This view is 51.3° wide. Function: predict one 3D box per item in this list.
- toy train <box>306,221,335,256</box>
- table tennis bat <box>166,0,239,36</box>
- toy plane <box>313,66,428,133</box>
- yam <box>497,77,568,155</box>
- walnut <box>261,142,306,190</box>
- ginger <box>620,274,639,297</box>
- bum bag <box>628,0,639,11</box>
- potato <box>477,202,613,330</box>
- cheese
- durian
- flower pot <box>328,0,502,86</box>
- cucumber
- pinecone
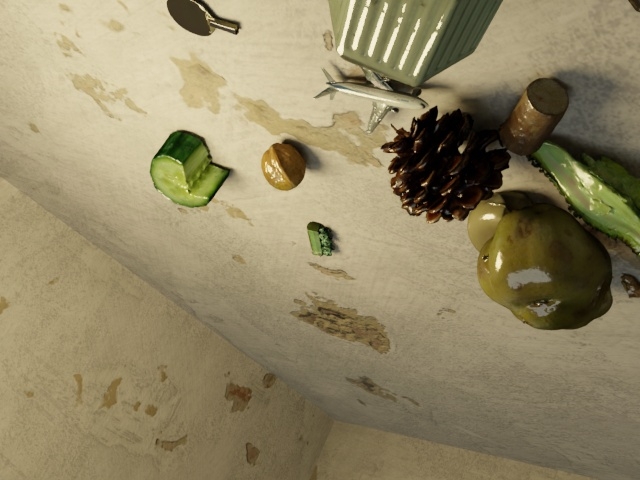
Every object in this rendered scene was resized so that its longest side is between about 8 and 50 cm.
[{"bbox_3d":[0.000,0.000,1.880,0.071,0.038,0.148,18,153,16],"label":"toy train"},{"bbox_3d":[-0.230,-0.430,1.295,0.158,0.014,0.095,21,154,14],"label":"table tennis bat"},{"bbox_3d":[0.097,-0.273,1.236,0.226,0.058,0.226,10,146,24],"label":"toy plane"},{"bbox_3d":[0.353,-0.201,1.104,0.084,0.084,0.127,25,156,3],"label":"yam"},{"bbox_3d":[-0.087,-0.173,1.556,0.105,0.105,0.124,8,149,35],"label":"walnut"},{"bbox_3d":[0.683,0.111,1.451,0.097,0.030,0.048,33,153,-11],"label":"ginger"},{"bbox_3d":[0.414,-0.358,0.753,0.102,0.069,0.248,56,167,24],"label":"bum bag"},{"bbox_3d":[0.439,0.065,1.270,0.218,0.202,0.351,-35,129,26],"label":"potato"},{"bbox_3d":[0.392,-0.025,1.397,0.175,0.091,0.202,3,146,38],"label":"cheese"},{"bbox_3d":[0.500,-0.066,1.166,0.375,0.107,0.132,44,135,17],"label":"durian"},{"bbox_3d":[0.128,-0.353,0.874,0.209,0.239,0.189,-2,155,-10],"label":"flower pot"},{"bbox_3d":[-0.354,-0.191,1.760,0.191,0.130,0.191,18,147,12],"label":"cucumber"},{"bbox_3d":[0.214,-0.140,1.202,0.221,0.221,0.221,21,155,11],"label":"pinecone"}]
